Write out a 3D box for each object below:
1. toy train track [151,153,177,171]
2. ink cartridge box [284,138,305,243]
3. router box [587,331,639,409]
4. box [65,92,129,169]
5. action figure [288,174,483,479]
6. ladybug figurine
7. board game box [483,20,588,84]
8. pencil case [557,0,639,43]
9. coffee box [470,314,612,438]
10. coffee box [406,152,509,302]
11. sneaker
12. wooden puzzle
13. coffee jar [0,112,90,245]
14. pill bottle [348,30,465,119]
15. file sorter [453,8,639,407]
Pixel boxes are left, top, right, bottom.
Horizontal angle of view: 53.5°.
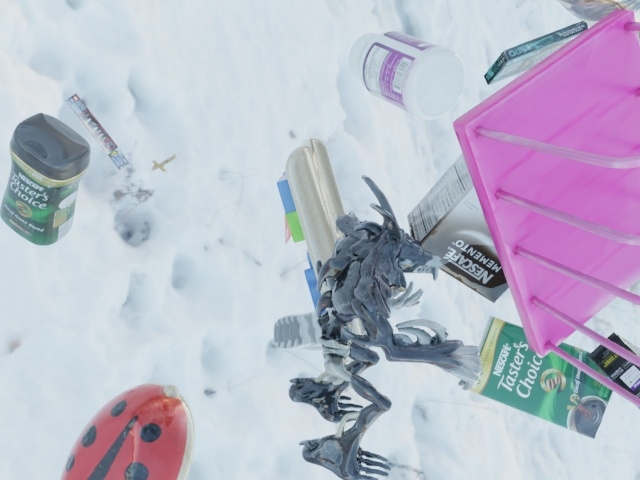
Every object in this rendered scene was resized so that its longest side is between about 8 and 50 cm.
[{"bbox_3d":[-0.419,-0.212,1.703,0.048,0.083,0.014,46,26,-43],"label":"toy train track"},{"bbox_3d":[-0.081,-0.162,2.059,0.060,0.239,0.275,24,33,-22],"label":"ink cartridge box"},{"bbox_3d":[0.399,0.183,0.733,0.179,0.133,0.046,26,111,-44],"label":"router box"},{"bbox_3d":[-0.428,-0.207,1.221,0.027,0.094,0.137,-38,82,-11],"label":"box"},{"bbox_3d":[0.056,0.079,0.578,0.140,0.164,0.276,4,122,-17],"label":"action figure"},{"bbox_3d":[-0.480,0.544,1.523,0.449,0.305,0.162,-62,159,-5],"label":"ladybug figurine"},{"bbox_3d":[0.445,-0.389,1.317,0.126,0.186,0.026,113,-46,-80],"label":"board game box"},{"bbox_3d":[0.455,-0.380,0.927,0.410,0.160,0.184,8,68,-40],"label":"pencil case"},{"bbox_3d":[0.305,0.188,0.879,0.040,0.184,0.113,8,104,-83],"label":"coffee box"},{"bbox_3d":[0.288,-0.073,0.954,0.168,0.297,0.119,30,26,-16],"label":"coffee box"},{"bbox_3d":[0.032,0.189,1.379,0.115,0.281,0.105,9,80,-50],"label":"sneaker"},{"bbox_3d":[0.000,0.000,1.041,0.348,0.080,0.322,-71,145,-77],"label":"wooden puzzle"},{"bbox_3d":[-0.376,-0.081,0.863,0.096,0.184,0.079,36,43,1],"label":"coffee jar"},{"bbox_3d":[0.202,-0.421,1.573,0.169,0.301,0.169,-17,126,-25],"label":"pill bottle"},{"bbox_3d":[0.290,-0.019,0.562,0.202,0.182,0.291,-35,121,-12],"label":"file sorter"}]
